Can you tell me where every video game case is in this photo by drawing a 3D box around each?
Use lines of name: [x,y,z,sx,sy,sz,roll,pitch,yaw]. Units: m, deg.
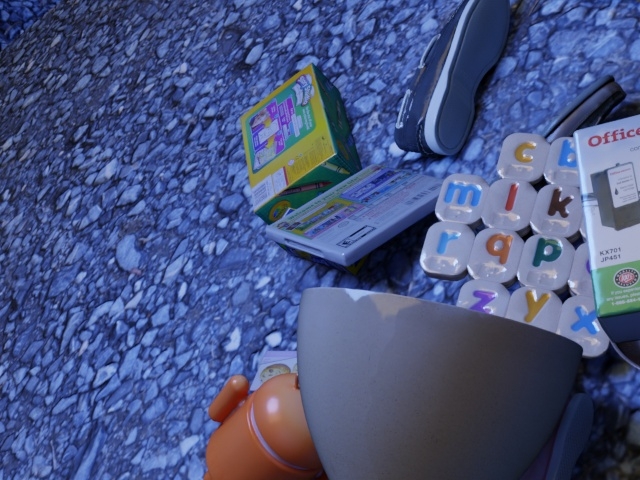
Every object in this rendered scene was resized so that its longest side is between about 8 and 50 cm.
video game case: [0.058,-0.041,1.439,0.212,0.023,0.193,-32,28,-26]

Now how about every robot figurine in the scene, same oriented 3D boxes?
robot figurine: [-0.053,0.247,1.250,0.219,0.128,0.158,-47,52,34]

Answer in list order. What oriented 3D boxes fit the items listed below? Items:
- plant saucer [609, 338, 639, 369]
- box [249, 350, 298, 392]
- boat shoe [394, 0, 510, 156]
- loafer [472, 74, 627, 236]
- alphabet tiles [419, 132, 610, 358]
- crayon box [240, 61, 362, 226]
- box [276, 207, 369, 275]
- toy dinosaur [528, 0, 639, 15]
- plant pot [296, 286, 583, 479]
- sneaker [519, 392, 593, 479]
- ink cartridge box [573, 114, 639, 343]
plant saucer: [0.385,0.076,1.009,0.199,0.036,0.198,-19,33,13]
box: [0.047,0.178,1.285,0.324,0.063,0.067,-5,54,44]
boat shoe: [0.192,-0.262,1.507,0.091,0.114,0.302,5,60,43]
loafer: [0.290,-0.085,1.276,0.267,0.096,0.084,-46,74,7]
alphabet tiles: [0.263,-0.001,1.160,0.284,0.021,0.278,8,62,21]
crayon box: [-0.035,-0.152,1.673,0.165,0.081,0.278,-35,37,18]
box: [0.000,0.000,1.513,0.169,0.054,0.059,17,69,52]
toy dinosaur: [0.385,-0.379,1.454,0.211,0.064,0.112,19,73,53]
plant pot: [0.099,0.172,1.012,0.284,0.284,0.190,2,75,48]
sneaker: [0.231,0.215,1.062,0.070,0.051,0.134,8,67,44]
ink cartridge box: [0.337,-0.020,0.993,0.153,0.087,0.208,-14,60,24]
